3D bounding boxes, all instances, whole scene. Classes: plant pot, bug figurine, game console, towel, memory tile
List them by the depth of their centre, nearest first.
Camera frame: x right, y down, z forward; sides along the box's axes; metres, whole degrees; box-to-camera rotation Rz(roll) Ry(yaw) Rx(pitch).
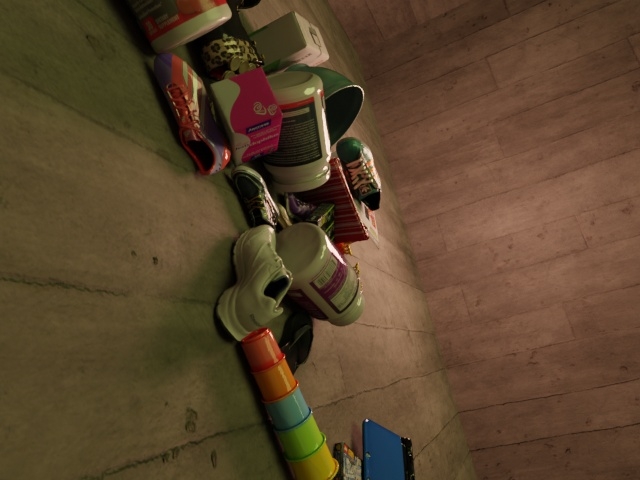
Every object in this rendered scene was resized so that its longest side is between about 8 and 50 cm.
[{"bbox_3d":[-0.209,-0.361,1.118,0.012,0.148,0.113,33,16,15],"label":"memory tile"},{"bbox_3d":[0.168,0.688,1.285,0.293,0.173,0.250,-84,-173,-50],"label":"game console"},{"bbox_3d":[0.029,-0.112,1.447,0.031,0.199,0.275,-37,110,-41],"label":"towel"},{"bbox_3d":[-0.036,-0.423,1.467,0.196,0.293,0.293,48,14,15],"label":"plant pot"},{"bbox_3d":[0.082,0.108,1.560,0.279,0.072,0.216,-89,160,-54],"label":"bug figurine"}]

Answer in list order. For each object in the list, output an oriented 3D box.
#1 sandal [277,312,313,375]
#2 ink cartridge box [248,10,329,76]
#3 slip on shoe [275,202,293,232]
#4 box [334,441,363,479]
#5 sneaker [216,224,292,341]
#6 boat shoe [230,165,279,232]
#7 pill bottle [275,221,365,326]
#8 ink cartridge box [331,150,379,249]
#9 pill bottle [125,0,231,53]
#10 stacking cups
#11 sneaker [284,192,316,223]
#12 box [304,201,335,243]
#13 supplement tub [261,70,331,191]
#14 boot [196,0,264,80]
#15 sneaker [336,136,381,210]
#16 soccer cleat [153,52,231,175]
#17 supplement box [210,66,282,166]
[{"bbox_3d":[-0.052,0.247,1.079,0.097,0.054,0.254,67,19,-13],"label":"sandal"},{"bbox_3d":[-0.108,-0.607,1.501,0.115,0.198,0.273,68,19,-7],"label":"ink cartridge box"},{"bbox_3d":[-0.098,-0.036,1.246,0.041,0.051,0.135,-46,135,-24],"label":"slip on shoe"},{"bbox_3d":[0.074,0.574,1.167,0.094,0.027,0.137,-87,152,-46],"label":"box"},{"bbox_3d":[-0.113,0.071,0.962,0.111,0.129,0.297,55,24,-36],"label":"sneaker"},{"bbox_3d":[-0.150,-0.088,1.103,0.083,0.065,0.183,-92,156,-43],"label":"boat shoe"},{"bbox_3d":[0.001,0.101,1.188,0.301,0.169,0.169,51,27,-46],"label":"pill bottle"},{"bbox_3d":[0.091,-0.122,1.709,0.309,0.130,0.272,43,33,-53],"label":"ink cartridge box"},{"bbox_3d":[-0.318,-0.539,0.885,0.318,0.176,0.176,62,21,-24],"label":"pill bottle"},{"bbox_3d":[-0.061,0.322,0.927,0.316,0.096,0.096,70,19,-4],"label":"stacking cups"},{"bbox_3d":[-0.053,-0.096,1.377,0.170,0.071,0.068,41,35,-55],"label":"sneaker"},{"bbox_3d":[0.000,0.000,1.360,0.191,0.045,0.184,-52,143,-64],"label":"box"},{"bbox_3d":[-0.073,-0.285,1.234,0.191,0.191,0.272,-80,164,-55],"label":"supplement tub"},{"bbox_3d":[-0.232,-0.564,1.208,0.284,0.138,0.377,68,23,-6],"label":"boot"},{"bbox_3d":[0.144,-0.217,1.583,0.302,0.108,0.121,50,25,-48],"label":"sneaker"},{"bbox_3d":[-0.259,-0.248,0.936,0.095,0.083,0.248,-68,138,-56],"label":"soccer cleat"},{"bbox_3d":[-0.158,-0.257,1.011,0.220,0.111,0.114,128,-62,-78],"label":"supplement box"}]
